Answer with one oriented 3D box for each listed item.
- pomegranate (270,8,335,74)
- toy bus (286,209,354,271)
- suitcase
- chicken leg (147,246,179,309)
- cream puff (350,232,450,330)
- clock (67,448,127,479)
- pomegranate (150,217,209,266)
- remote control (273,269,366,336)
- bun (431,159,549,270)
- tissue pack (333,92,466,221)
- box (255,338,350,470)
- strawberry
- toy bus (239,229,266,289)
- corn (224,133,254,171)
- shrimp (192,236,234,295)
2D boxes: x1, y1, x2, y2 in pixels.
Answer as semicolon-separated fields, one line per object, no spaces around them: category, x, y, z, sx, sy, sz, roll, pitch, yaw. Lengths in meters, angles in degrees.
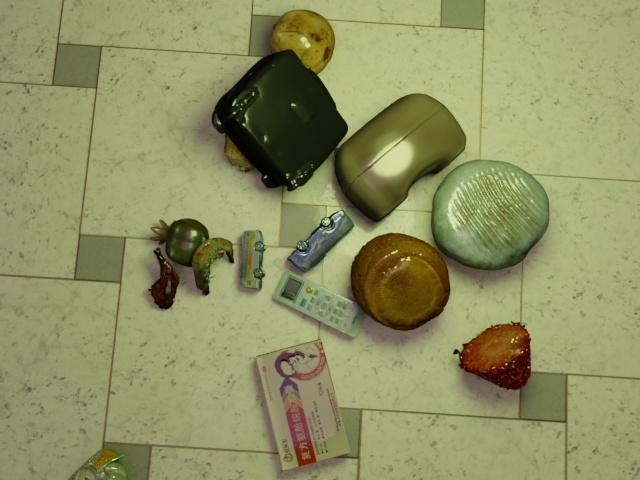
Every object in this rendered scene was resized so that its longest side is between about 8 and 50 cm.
pomegranate;-0.066;-0.636;1.683;0.216;0.215;0.215;0;84;-1
toy bus;0.001;0.001;1.663;0.236;0.079;0.094;-44;87;-5
suitcase;-0.112;-0.367;1.586;0.339;0.188;0.345;-50;117;-16
chicken leg;-0.490;0.123;1.632;0.093;0.053;0.204;11;103;-10
cream puff;0.235;0.113;1.579;0.304;0.212;0.302;-1;109;-3
clock;-0.672;0.736;1.561;0.231;0.103;0.144;-44;77;-6
pomegranate;-0.442;0.000;1.644;0.191;0.131;0.151;14;92;26
remote control;0.000;0.200;1.656;0.294;0.051;0.103;25;83;6
bun;0.515;-0.077;1.612;0.363;0.211;0.361;0;82;2
tissue pack;0.228;-0.268;1.601;0.387;0.267;0.276;-41;89;-3
box;-0.056;0.505;1.615;0.215;0.069;0.352;-14;82;-2
strawberry;0.546;0.376;1.572;0.234;0.234;0.177;-33;105;-4
toy bus;-0.216;0.061;1.663;0.076;0.064;0.190;2;84;5
corn;-0.232;-0.379;1.693;0.123;0.122;0.304;17;85;-35
shrimp;-0.332;0.078;1.627;0.051;0.217;0.150;36;44;30
